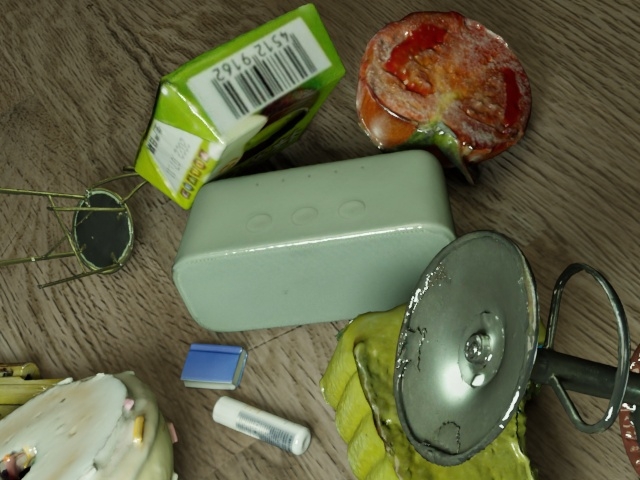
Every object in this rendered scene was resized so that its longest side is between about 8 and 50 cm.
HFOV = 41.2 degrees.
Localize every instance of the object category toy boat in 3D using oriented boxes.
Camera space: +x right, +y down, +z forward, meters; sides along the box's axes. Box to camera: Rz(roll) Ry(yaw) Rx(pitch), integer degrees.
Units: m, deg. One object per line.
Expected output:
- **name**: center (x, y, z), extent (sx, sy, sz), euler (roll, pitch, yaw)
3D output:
- **toy boat**: center (-0.471, 0.223, 1.285), extent (0.226, 0.068, 0.088), euler (-5, 45, 13)

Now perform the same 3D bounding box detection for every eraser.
- **eraser**: center (-0.156, 0.185, 1.250), extent (0.084, 0.027, 0.063), euler (1, 51, 18)

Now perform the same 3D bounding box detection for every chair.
- **chair**: center (0.298, 0.146, 0.865), extent (0.401, 0.226, 0.226), euler (17, 46, -23)
- **chair**: center (-0.362, -0.027, 1.416), extent (0.160, 0.170, 0.325), euler (17, 15, 32)

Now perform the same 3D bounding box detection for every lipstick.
- **lipstick**: center (-0.080, 0.253, 1.165), extent (0.141, 0.040, 0.040), euler (16, 58, 26)

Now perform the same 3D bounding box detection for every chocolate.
- **chocolate**: center (-0.130, -0.204, 1.367), extent (0.301, 0.289, 0.137), euler (-35, 85, -29)

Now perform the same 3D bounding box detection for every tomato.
- **tomato**: center (0.181, -0.226, 1.396), extent (0.309, 0.170, 0.309), euler (12, 57, -19)

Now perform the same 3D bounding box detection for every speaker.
- **speaker**: center (0.000, 0.000, 1.259), extent (0.406, 0.183, 0.184), euler (-7, 45, 11)

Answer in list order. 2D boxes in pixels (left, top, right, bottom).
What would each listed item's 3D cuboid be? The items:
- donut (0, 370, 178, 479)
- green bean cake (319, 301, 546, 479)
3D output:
- **donut**: center (-0.341, 0.325, 1.043), extent (0.382, 0.142, 0.382), euler (-28, 22, 12)
- **green bean cake**: center (0.165, 0.232, 1.018), extent (0.285, 0.202, 0.310), euler (-5, 59, -21)
